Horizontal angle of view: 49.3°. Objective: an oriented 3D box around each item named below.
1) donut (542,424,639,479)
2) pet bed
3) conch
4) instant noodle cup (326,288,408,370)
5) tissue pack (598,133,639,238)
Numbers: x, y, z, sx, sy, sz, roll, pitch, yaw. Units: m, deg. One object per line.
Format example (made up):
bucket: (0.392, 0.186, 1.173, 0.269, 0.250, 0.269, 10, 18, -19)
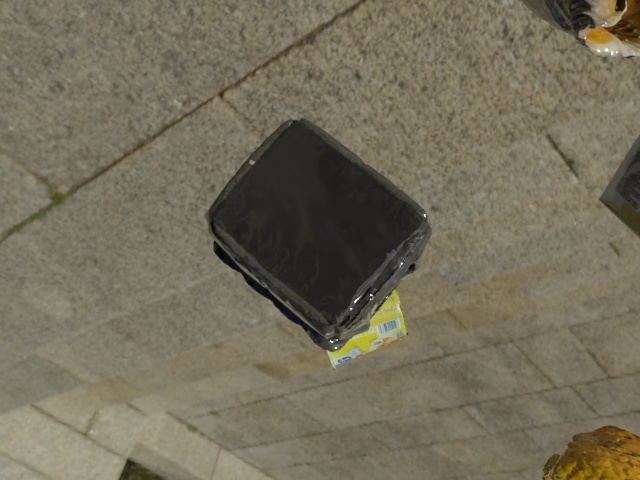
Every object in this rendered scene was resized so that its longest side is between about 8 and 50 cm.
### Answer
donut: (0.399, 0.522, 1.042, 0.435, 0.377, 0.163, -52, 152, 17)
pet bed: (0.000, 0.000, 0.774, 0.211, 0.183, 0.159, 38, 172, 12)
conch: (0.330, -0.379, 0.901, 0.297, 0.352, 0.210, 20, 168, -32)
instant noodle cup: (0.067, 0.119, 1.269, 0.153, 0.205, 0.205, -16, 134, 4)
tissue pack: (0.441, -0.034, 0.725, 0.145, 0.229, 0.159, 0, 128, -26)
